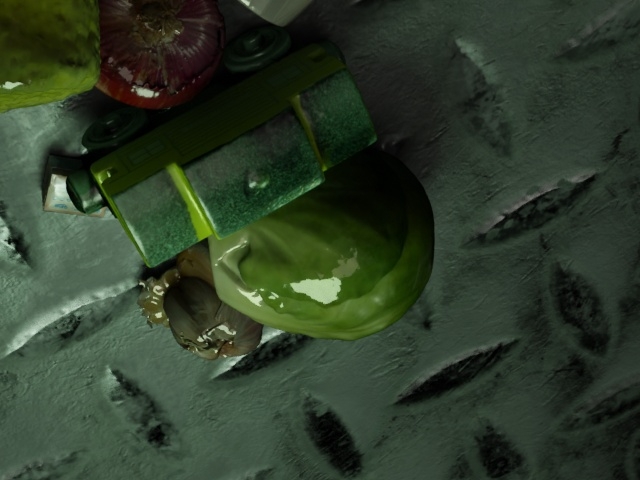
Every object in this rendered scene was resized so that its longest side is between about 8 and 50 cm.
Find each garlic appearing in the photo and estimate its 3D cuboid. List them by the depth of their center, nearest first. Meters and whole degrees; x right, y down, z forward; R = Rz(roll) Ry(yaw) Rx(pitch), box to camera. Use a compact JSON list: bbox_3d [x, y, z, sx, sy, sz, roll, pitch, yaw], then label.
[{"bbox_3d":[-0.203,0.109,2.164,0.207,0.257,0.207,10,113,26],"label":"garlic"}]

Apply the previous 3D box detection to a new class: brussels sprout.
[{"bbox_3d":[0.001,0.000,2.068,0.355,0.289,0.281,-4,145,-14],"label":"brussels sprout"}]

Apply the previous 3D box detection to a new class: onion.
[{"bbox_3d":[-0.243,-0.276,1.901,0.230,0.230,0.163,7,161,-21],"label":"onion"}]

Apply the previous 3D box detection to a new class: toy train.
[{"bbox_3d":[-0.134,-0.134,1.947,0.442,0.272,0.179,-30,123,-8],"label":"toy train"}]

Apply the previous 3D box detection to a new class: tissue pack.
[{"bbox_3d":[-0.359,-0.078,2.071,0.094,0.058,0.074,8,122,-20],"label":"tissue pack"}]

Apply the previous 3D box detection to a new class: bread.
[{"bbox_3d":[-0.422,-0.303,1.690,0.348,0.348,0.307,-13,89,-8],"label":"bread"}]

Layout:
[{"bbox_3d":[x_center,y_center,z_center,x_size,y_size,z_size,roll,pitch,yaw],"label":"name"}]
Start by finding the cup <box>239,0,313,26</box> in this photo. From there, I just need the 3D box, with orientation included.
[{"bbox_3d":[-0.019,-0.446,1.866,0.208,0.288,0.273,46,106,2],"label":"cup"}]
